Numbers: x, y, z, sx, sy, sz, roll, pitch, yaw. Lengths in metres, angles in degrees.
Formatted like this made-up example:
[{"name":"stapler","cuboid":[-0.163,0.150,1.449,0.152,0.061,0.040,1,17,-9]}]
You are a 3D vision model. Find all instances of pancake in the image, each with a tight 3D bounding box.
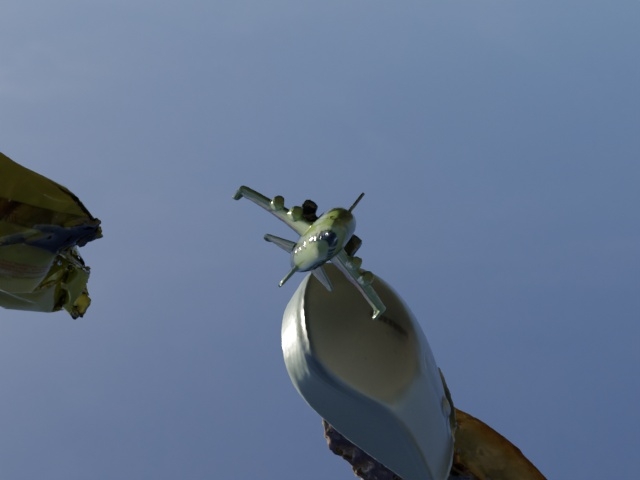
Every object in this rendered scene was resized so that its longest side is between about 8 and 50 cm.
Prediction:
[{"name":"pancake","cuboid":[0.109,0.267,1.412,0.266,0.245,0.057,20,-157,33]}]

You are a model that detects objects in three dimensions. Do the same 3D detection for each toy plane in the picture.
[{"name":"toy plane","cuboid":[0.000,0.000,0.788,0.102,0.040,0.111,37,157,-3]}]

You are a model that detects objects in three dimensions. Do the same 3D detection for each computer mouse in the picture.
[{"name":"computer mouse","cuboid":[0.055,0.106,1.182,0.231,0.079,0.128,40,-140,-40]}]

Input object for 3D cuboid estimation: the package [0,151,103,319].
[{"name":"package","cuboid":[-0.270,-0.017,1.125,0.226,0.168,0.090,20,-118,0]}]
